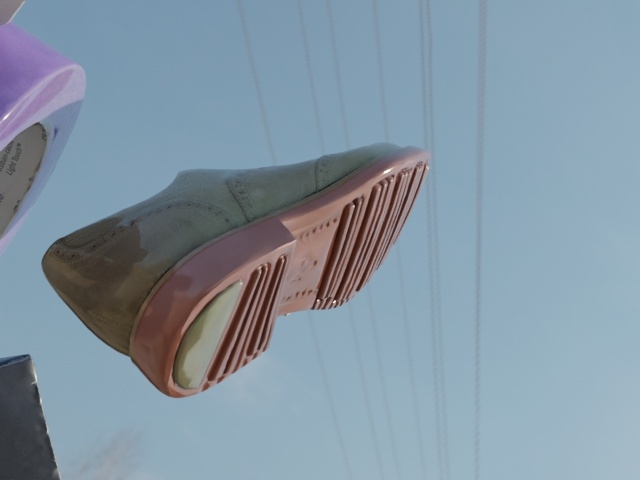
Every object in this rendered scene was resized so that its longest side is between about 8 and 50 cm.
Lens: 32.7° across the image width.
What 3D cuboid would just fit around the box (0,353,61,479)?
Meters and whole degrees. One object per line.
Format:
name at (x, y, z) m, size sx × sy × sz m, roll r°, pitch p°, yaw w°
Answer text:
box at (-0.442, 0.302, 1.264) m, size 0.296 × 0.182 × 0.294 m, roll -13°, pitch -89°, yaw 47°

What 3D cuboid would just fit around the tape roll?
tape roll at (-0.267, -0.023, 0.714) m, size 0.090 × 0.275 × 0.275 m, roll 33°, pitch -32°, yaw -5°

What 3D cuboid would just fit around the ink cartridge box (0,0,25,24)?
ink cartridge box at (-0.213, -0.206, 0.636) m, size 0.143 × 0.090 × 0.092 m, roll 49°, pitch -66°, yaw 15°

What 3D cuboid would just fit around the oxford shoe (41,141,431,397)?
oxford shoe at (-0.040, -0.021, 0.851) m, size 0.146 × 0.397 × 0.140 m, roll 30°, pitch -62°, yaw 21°
